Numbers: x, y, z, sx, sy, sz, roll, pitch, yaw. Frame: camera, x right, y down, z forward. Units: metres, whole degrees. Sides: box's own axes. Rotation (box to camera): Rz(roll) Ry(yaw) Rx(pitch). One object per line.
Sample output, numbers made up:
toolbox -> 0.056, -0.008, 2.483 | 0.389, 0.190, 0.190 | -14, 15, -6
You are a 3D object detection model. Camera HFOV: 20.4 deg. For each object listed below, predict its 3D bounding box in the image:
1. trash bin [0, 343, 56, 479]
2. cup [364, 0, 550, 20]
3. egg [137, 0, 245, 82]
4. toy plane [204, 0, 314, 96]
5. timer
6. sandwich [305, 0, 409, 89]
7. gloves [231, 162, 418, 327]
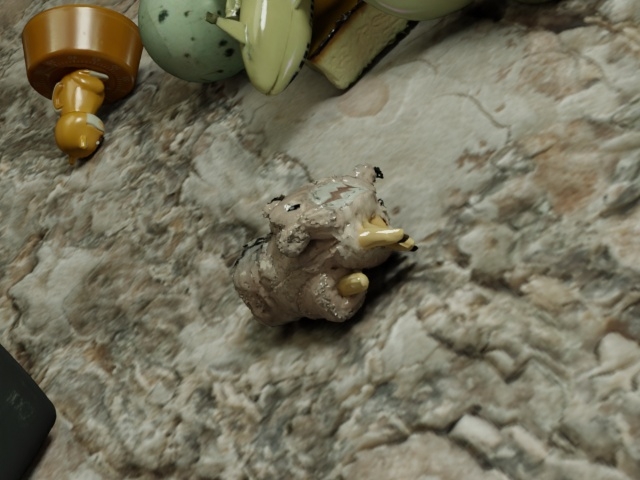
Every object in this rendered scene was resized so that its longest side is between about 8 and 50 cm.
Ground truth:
trash bin -> -0.359, 0.206, 1.411 | 0.209, 0.182, 0.290 | -16, 31, 44
cup -> 0.128, -0.306, 1.463 | 0.255, 0.202, 0.173 | -19, 38, 43
egg -> -0.099, -0.223, 1.754 | 0.164, 0.131, 0.131 | -12, 35, 13
toy plane -> -0.036, -0.246, 1.579 | 0.242, 0.104, 0.256 | -22, 43, 48
timer -> -0.256, -0.155, 1.900 | 0.132, 0.132, 0.152 | -22, 57, 35
sandwich -> 0.047, -0.236, 1.640 | 0.193, 0.058, 0.162 | -45, 26, 0
gloves -> -0.005, 0.006, 1.320 | 0.144, 0.094, 0.110 | -40, 14, 22
